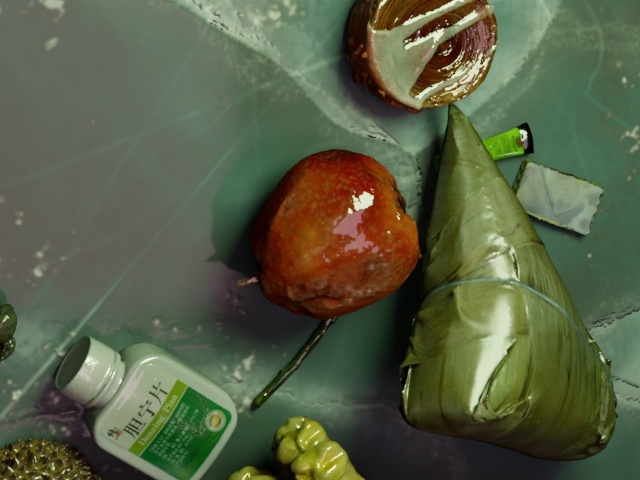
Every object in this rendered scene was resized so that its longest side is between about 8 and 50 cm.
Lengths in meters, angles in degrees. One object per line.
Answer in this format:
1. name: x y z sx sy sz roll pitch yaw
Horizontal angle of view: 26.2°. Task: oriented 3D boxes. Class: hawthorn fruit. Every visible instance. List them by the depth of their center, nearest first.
1. hawthorn fruit: 0.014 -0.005 1.432 0.173 0.173 0.179 27 118 -24

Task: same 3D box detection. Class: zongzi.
1. zongzi: 0.219 0.057 1.536 0.323 0.160 0.360 25 59 -52

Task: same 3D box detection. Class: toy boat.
1. toy boat: 0.274 -0.050 1.590 0.115 0.016 0.063 18 96 -23

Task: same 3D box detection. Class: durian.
1. durian: -0.297 0.283 1.404 0.188 0.091 0.148 11 98 -21

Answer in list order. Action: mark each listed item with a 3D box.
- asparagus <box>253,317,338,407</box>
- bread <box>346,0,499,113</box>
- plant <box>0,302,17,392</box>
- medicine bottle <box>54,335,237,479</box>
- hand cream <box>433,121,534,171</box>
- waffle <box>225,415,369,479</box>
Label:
1. asparagus: -0.017 0.121 1.516 0.016 0.016 0.163 41 87 -5
2. bread: 0.104 -0.215 1.455 0.160 0.073 0.160 -7 107 -22
3. plant: -0.346 0.133 1.361 0.085 0.087 0.174 19 91 1
4. medicine bottle: -0.185 0.172 1.434 0.183 0.069 0.119 35 90 -23
5. hand cream: 0.185 -0.100 1.539 0.122 0.023 0.036 -17 96 -18
6. waffle: 0.033 0.337 1.445 0.151 0.261 0.324 -39 101 -7
